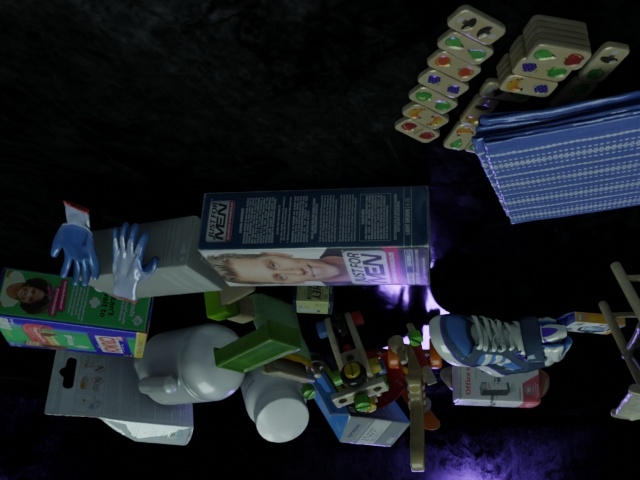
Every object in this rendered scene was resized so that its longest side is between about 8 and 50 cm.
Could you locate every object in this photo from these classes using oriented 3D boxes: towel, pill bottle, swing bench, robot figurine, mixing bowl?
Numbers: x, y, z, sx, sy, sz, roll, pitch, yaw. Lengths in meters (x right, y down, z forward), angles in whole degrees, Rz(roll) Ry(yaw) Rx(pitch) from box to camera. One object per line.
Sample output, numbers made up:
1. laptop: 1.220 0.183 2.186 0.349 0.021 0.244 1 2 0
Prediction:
1. towel: 0.339 -0.099 0.838 0.243 0.040 0.336 -8 162 20
2. pill bottle: -0.127 0.395 1.746 0.161 0.160 0.283 12 -162 -20
3. swing bench: 0.638 0.197 1.244 0.165 0.254 0.253 -4 156 14
4. robot figurine: -0.337 0.328 1.739 0.354 0.199 0.300 -15 -170 36
5. mixing bowl: 0.157 0.376 1.873 0.182 0.181 0.098 23 -174 -38

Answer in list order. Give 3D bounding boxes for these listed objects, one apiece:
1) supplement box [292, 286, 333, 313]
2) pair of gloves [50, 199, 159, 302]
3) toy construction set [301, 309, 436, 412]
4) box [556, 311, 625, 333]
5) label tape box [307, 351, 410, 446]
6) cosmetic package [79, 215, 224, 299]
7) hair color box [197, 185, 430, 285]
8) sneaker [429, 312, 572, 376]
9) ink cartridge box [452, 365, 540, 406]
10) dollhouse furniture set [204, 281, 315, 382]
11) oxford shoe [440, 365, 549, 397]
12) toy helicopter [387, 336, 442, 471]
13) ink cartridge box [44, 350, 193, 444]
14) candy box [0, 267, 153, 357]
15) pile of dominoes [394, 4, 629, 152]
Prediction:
1. supplement box: -0.015 0.116 1.383 0.083 0.056 0.083 3 157 0
2. pair of gloves: -0.362 0.025 1.094 0.198 0.023 0.159 20 121 9
3. toy construction set: 0.129 0.322 1.551 0.309 0.237 0.257 -2 125 -13
4. box: 0.622 0.192 1.525 0.136 0.028 0.081 3 157 -6
5. label tape box: 0.066 0.462 1.915 0.348 0.249 0.115 19 113 -42
6. cosmetic package: -0.299 0.036 1.178 0.238 0.107 0.127 -3 155 22
7. hair color box: 0.000 0.000 1.049 0.348 0.105 0.174 -1 156 10
8. sneaker: 0.430 0.214 1.501 0.323 0.130 0.236 27 137 -36
9. ink cartridge box: 0.473 0.366 1.783 0.218 0.158 0.092 1 158 3
10. dollhouse furniture set: -0.081 0.177 1.395 0.151 0.197 0.302 -29 147 25
11. oxford shoe: 0.529 0.411 1.989 0.349 0.122 0.130 10 -178 -20
12. toy helicopter: 0.252 0.438 1.729 0.140 0.354 0.234 -2 139 9
13. ink cartridge box: -0.559 0.418 1.854 0.385 0.308 0.091 11 121 -20
14. candy box: -0.554 0.176 1.508 0.318 0.122 0.268 8 156 -14
15. pile of dominoes: 0.202 -0.154 0.745 0.196 0.040 0.251 7 156 -9
